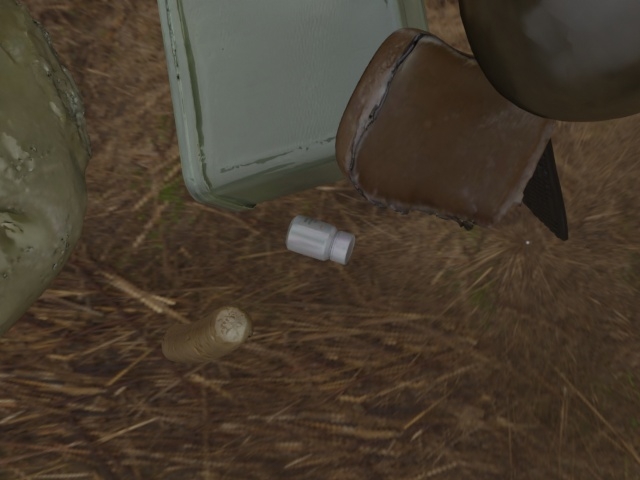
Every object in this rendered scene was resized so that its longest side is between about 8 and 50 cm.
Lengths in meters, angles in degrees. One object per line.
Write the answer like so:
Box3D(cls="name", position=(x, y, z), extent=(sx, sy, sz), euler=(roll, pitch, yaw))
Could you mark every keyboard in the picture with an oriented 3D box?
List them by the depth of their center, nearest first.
Box3D(cls="keyboard", position=(0.301, -0.069, 1.569), extent=(0.041, 0.381, 0.103), euler=(-40, 57, 0))

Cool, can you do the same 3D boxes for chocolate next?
Box3D(cls="chocolate", position=(0.106, -0.105, 1.064), extent=(0.083, 0.261, 0.161), euler=(38, 105, 40))

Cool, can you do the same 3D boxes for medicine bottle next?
Box3D(cls="medicine bottle", position=(0.000, 0.000, 1.609), extent=(0.089, 0.052, 0.052), euler=(17, 93, 12))

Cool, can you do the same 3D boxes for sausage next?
Box3D(cls="sausage", position=(-0.157, 0.133, 1.587), extent=(0.066, 0.301, 0.065), euler=(3, 80, -19))

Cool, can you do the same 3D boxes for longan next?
Box3D(cls="longan", position=(0.231, -0.224, 0.925), extent=(0.258, 0.258, 0.258), euler=(0, 90, 10))

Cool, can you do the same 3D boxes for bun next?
Box3D(cls="bun", position=(-0.342, -0.055, 0.816), extent=(0.326, 0.234, 0.362), euler=(23, 64, 21))

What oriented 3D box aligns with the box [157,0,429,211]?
Box3D(cls="box", position=(-0.025, -0.251, 1.624), extent=(0.344, 0.177, 0.352), euler=(-13, 78, 20))
